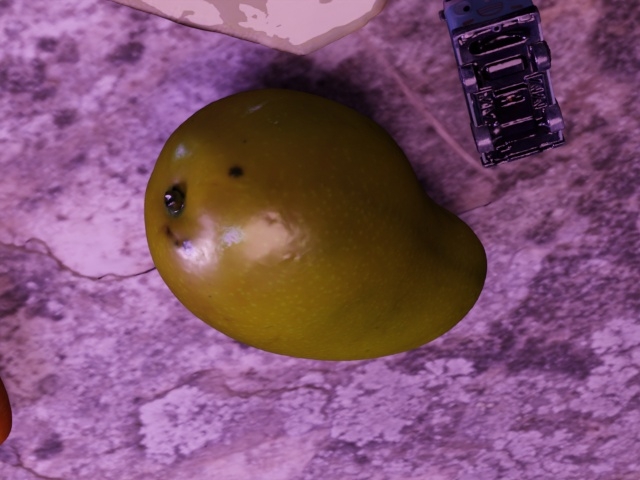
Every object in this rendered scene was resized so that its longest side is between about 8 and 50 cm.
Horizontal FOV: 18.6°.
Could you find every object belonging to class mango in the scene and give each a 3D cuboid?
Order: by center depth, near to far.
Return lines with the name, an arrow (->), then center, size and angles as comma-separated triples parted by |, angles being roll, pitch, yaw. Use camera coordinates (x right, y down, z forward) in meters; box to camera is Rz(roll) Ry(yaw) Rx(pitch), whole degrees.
mango -> 0.000, 0.000, 1.289 | 0.175, 0.143, 0.293 | -40, 143, 19

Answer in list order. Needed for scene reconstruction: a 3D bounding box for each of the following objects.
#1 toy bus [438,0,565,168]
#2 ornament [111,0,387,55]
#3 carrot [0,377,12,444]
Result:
toy bus -> 0.113, -0.114, 1.234 | 0.060, 0.075, 0.123 | -17, 138, 3
ornament -> -0.063, -0.185, 1.127 | 0.180, 0.059, 0.201 | -23, 135, 11
carrot -> -0.254, 0.065, 1.363 | 0.043, 0.043, 0.248 | -10, 136, -4
